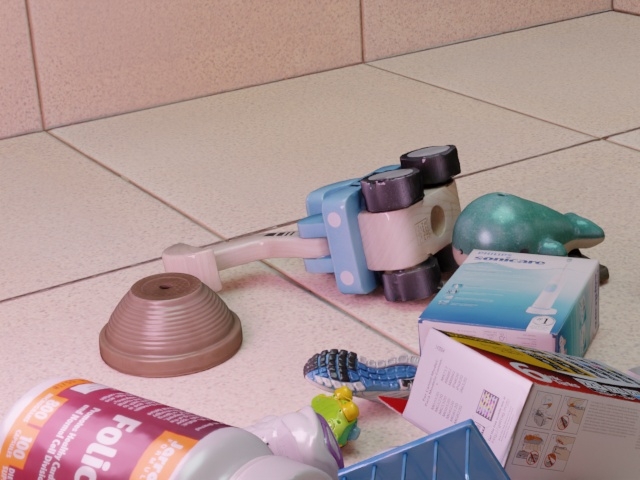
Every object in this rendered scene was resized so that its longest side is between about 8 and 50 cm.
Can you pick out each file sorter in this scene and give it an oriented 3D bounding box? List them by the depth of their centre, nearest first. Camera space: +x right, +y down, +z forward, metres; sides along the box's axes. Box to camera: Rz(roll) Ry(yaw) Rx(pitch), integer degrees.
[{"bbox_3d":[0.117,0.297,1.432,0.170,0.118,0.104,-25,24,19],"label":"file sorter"}]

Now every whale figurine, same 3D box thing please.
[{"bbox_3d":[0.360,-0.022,2.274,0.272,0.141,0.216,-11,20,-21],"label":"whale figurine"}]

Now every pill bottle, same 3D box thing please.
[{"bbox_3d":[-0.185,0.307,1.529,0.392,0.224,0.224,11,26,34],"label":"pill bottle"}]

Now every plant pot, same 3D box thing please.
[{"bbox_3d":[-0.251,0.125,2.154,0.237,0.109,0.237,-4,22,2],"label":"plant pot"}]

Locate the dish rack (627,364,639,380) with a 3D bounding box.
[{"bbox_3d":[0.572,0.222,1.792,0.286,0.072,0.333,-11,17,-21],"label":"dish rack"}]

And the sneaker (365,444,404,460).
[{"bbox_3d":[0.142,0.310,1.632,0.290,0.105,0.123,-21,25,-40],"label":"sneaker"}]

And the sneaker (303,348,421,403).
[{"bbox_3d":[0.064,0.211,1.924,0.191,0.083,0.071,7,52,-13],"label":"sneaker"}]

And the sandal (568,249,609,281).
[{"bbox_3d":[0.430,0.023,2.373,0.090,0.060,0.219,-17,26,-31],"label":"sandal"}]

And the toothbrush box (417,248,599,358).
[{"bbox_3d":[0.300,0.127,2.042,0.216,0.126,0.295,4,23,22],"label":"toothbrush box"}]

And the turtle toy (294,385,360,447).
[{"bbox_3d":[0.013,0.255,1.842,0.095,0.066,0.130,-28,21,2],"label":"turtle toy"}]

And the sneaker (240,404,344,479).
[{"bbox_3d":[-0.067,0.287,1.649,0.152,0.114,0.305,-21,-4,-23],"label":"sneaker"}]

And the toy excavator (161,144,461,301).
[{"bbox_3d":[0.000,0.000,2.355,0.445,0.222,0.433,-4,16,35],"label":"toy excavator"}]

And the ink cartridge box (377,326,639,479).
[{"bbox_3d":[0.274,0.211,1.677,0.309,0.130,0.272,13,8,-35],"label":"ink cartridge box"}]
